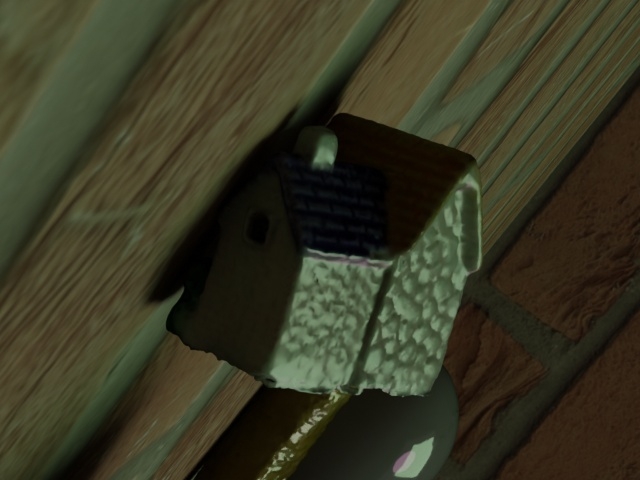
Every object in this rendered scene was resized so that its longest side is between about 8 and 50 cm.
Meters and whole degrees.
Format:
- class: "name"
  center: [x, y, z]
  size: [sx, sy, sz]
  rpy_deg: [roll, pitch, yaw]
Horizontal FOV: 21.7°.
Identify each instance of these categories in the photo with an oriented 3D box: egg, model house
- class: "egg"
  center: [0.042, 0.180, 1.546]
  size: [0.199, 0.146, 0.146]
  rpy_deg: [-45, 175, 17]
- class: "model house"
  center: [0.000, 0.000, 0.658]
  size: [0.101, 0.088, 0.100]
  rpy_deg: [5, 105, -43]

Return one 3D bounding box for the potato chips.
- class: "potato chips"
  center: [-0.032, 0.140, 1.240]
  size: [0.407, 0.057, 0.080]
  rpy_deg: [-51, 160, 14]
